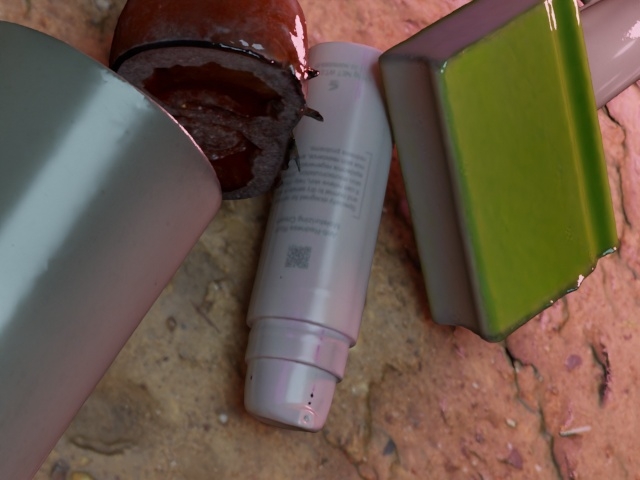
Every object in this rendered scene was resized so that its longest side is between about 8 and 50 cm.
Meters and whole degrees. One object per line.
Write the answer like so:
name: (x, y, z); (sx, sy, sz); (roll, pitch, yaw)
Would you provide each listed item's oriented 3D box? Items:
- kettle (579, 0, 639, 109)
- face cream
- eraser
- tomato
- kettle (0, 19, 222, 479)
kettle: (0.254, -0.183, 1.809); (0.148, 0.126, 0.098); (-33, 129, -32)
face cream: (0.000, 0.000, 1.621); (0.102, 0.102, 0.346); (20, 73, -25)
eraser: (0.170, -0.077, 1.678); (0.210, 0.092, 0.274); (-33, 120, -34)
tomato: (-0.090, -0.154, 1.545); (0.180, 0.214, 0.155); (9, 58, -12)
kettle: (-0.301, 0.024, 1.350); (0.361, 0.250, 0.377); (47, 64, -37)
